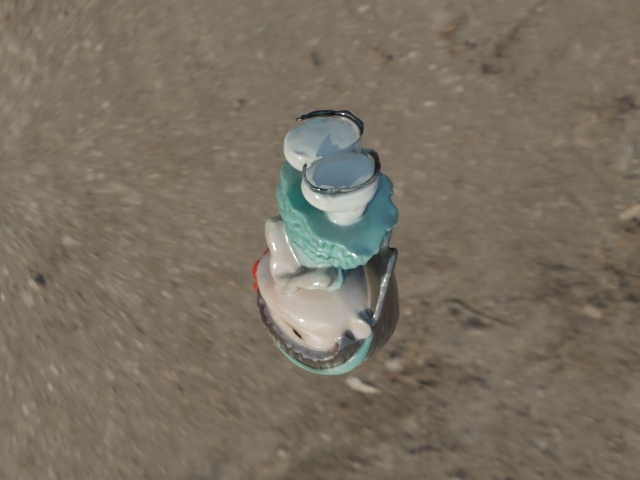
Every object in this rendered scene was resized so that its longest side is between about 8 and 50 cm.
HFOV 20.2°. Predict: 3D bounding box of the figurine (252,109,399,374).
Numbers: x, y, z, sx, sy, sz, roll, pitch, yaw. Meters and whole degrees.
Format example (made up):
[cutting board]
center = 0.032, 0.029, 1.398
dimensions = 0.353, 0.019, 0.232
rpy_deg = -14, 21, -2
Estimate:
[figurine]
center = 0.000, 0.000, 0.586
dimensions = 0.047, 0.106, 0.060
rpy_deg = -32, 61, -24
